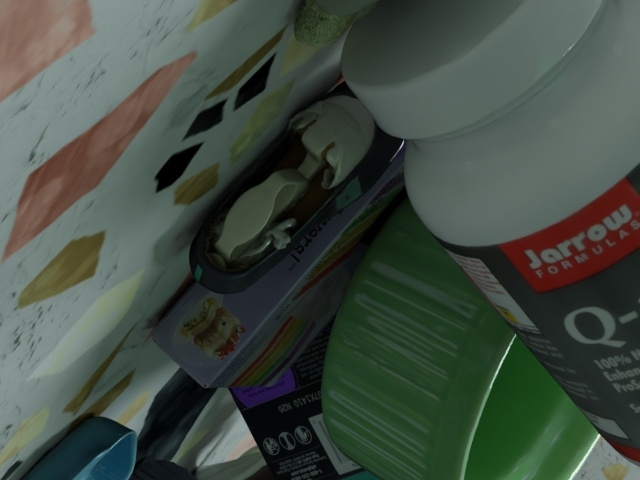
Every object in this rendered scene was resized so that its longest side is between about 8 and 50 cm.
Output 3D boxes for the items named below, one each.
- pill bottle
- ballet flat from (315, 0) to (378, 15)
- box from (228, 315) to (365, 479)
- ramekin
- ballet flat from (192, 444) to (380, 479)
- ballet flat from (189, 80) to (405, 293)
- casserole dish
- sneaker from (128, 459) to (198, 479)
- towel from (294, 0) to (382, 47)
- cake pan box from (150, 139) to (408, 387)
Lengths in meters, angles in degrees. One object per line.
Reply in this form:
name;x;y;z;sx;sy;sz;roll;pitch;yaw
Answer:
pill bottle;0.184;-0.031;1.190;0.210;0.363;0.210;-31;-151;20
ballet flat;0.074;-0.202;0.970;0.213;0.068;0.072;-51;129;2
box;0.058;0.105;1.716;0.165;0.143;0.270;-23;-173;38
ramekin;0.134;0.080;1.462;0.303;0.148;0.303;-40;145;-37
ballet flat;-0.009;0.241;1.894;0.400;0.139;0.139;-22;-173;36
ballet flat;-0.011;-0.043;1.240;0.203;0.074;0.074;-45;169;-2
casserole dish;-0.197;0.194;1.451;0.114;0.037;0.188;-43;168;-20
sneaker;-0.212;0.336;1.645;0.319;0.112;0.131;-45;174;-48
towel;0.046;-0.179;1.080;0.148;0.027;0.110;-40;166;-36
cake pan box;0.000;0.000;1.448;0.267;0.070;0.246;-49;172;2
